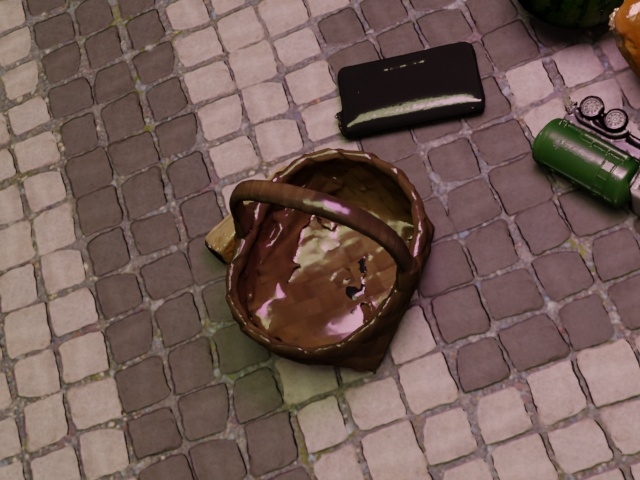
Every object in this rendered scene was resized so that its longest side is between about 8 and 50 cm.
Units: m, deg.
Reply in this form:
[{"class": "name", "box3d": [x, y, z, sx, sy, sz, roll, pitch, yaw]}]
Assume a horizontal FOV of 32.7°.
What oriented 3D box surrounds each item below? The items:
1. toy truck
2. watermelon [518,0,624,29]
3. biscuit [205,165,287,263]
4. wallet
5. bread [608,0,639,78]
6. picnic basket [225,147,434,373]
[{"class": "toy truck", "box3d": [0.442, -0.119, 1.642, 0.242, 0.101, 0.125, 33, 81, 28]}, {"class": "watermelon", "box3d": [0.413, -0.453, 1.729, 0.242, 0.242, 0.242, -5, 64, 11]}, {"class": "biscuit", "box3d": [-0.106, -0.043, 1.767, 0.188, 0.052, 0.056, -42, 47, -8]}, {"class": "wallet", "box3d": [0.143, -0.253, 1.812, 0.250, 0.044, 0.149, -10, 59, 10]}, {"class": "bread", "box3d": [0.544, -0.291, 1.632, 0.174, 0.121, 0.245, -41, 106, -11]}, {"class": "picnic basket", "box3d": [0.000, 0.000, 1.572, 0.293, 0.337, 0.337, 17, 70, 20]}]
